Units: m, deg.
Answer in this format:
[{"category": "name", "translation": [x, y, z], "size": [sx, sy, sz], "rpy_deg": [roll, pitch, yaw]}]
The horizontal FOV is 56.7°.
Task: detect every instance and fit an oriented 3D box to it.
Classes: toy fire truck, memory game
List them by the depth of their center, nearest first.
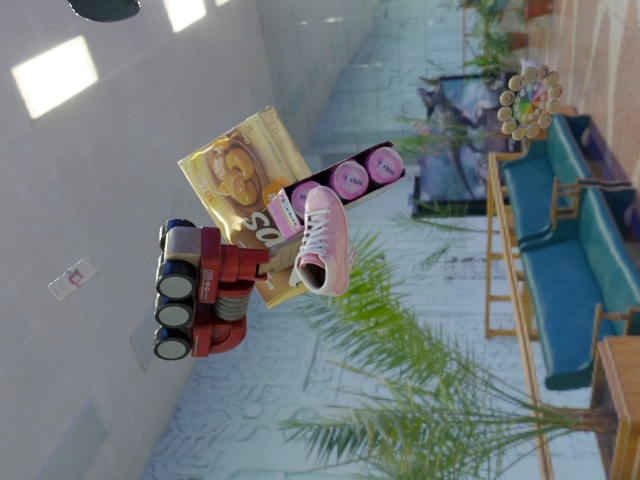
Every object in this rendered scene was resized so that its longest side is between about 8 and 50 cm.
[{"category": "toy fire truck", "translation": [-0.133, 0.070, 0.941], "size": [0.159, 0.246, 0.217], "rpy_deg": [-102, 20, -47]}, {"category": "memory game", "translation": [0.506, -0.329, 1.422], "size": [0.012, 0.186, 0.186], "rpy_deg": [-128, 24, -54]}]

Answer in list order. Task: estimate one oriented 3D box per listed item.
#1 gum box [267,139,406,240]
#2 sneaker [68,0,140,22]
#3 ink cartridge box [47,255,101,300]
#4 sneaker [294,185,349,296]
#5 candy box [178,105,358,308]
[{"category": "gum box", "translation": [0.027, -0.073, 0.866], "size": [0.062, 0.188, 0.107], "rpy_deg": [63, 161, 2]}, {"category": "sneaker", "translation": [-0.341, -0.399, 0.790], "size": [0.270, 0.090, 0.145], "rpy_deg": [-9, -96, -74]}, {"category": "ink cartridge box", "translation": [-0.635, 0.099, 1.536], "size": [0.052, 0.122, 0.088], "rpy_deg": [52, 163, -7]}, {"category": "sneaker", "translation": [0.000, 0.000, 0.691], "size": [0.070, 0.050, 0.135], "rpy_deg": [1, -99, -64]}, {"category": "candy box", "translation": [-0.089, -0.054, 1.066], "size": [0.317, 0.182, 0.087], "rpy_deg": [59, -158, -12]}]
